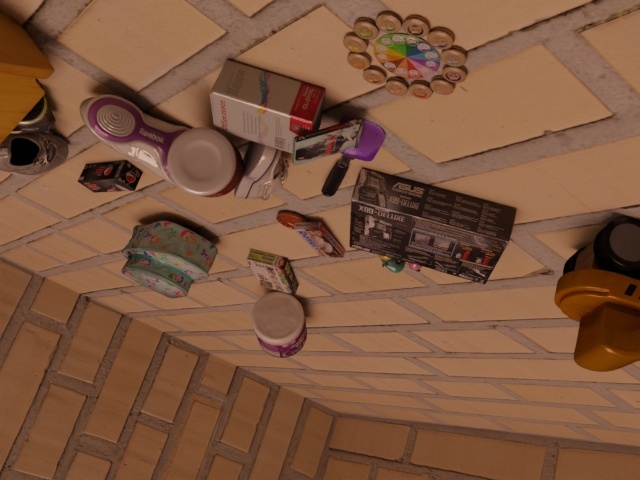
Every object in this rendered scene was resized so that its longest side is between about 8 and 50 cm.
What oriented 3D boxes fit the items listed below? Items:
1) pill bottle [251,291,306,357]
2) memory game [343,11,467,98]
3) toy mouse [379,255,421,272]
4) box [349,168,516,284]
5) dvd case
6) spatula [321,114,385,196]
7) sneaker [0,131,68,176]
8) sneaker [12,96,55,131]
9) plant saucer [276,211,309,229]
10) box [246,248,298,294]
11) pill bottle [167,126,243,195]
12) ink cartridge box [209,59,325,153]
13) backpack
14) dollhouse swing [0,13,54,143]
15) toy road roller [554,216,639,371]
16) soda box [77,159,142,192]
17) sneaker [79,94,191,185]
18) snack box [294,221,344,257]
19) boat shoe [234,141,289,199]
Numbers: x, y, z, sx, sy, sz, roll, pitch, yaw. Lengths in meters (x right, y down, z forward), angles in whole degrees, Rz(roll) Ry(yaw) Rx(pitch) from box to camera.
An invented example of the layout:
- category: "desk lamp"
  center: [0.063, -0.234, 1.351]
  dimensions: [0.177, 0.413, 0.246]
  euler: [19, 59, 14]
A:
- category: "pill bottle"
  center: [-0.128, 0.290, 2.419]
  dimensions: [0.169, 0.169, 0.301]
  euler: [16, 160, 8]
- category: "memory game"
  center: [0.121, -0.260, 1.062]
  dimensions: [0.186, 0.012, 0.186]
  euler: [16, 159, 6]
- category: "toy mouse"
  center: [0.194, 0.055, 1.755]
  dimensions: [0.161, 0.031, 0.143]
  euler: [4, 155, 34]
- category: "box"
  center: [0.212, -0.022, 1.487]
  dimensions: [0.308, 0.076, 0.242]
  euler: [15, 159, 8]
- category: "dvd case"
  center: [0.011, -0.165, 1.241]
  dimensions: [0.120, 0.013, 0.087]
  euler: [-19, 162, -11]
- category: "spatula"
  center: [0.046, -0.145, 1.386]
  dimensions: [0.084, 0.030, 0.296]
  euler: [18, 159, -6]
- category: "sneaker"
  center: [-0.638, -0.186, 1.625]
  dimensions: [0.115, 0.105, 0.281]
  euler: [6, -168, 18]
- category: "sneaker"
  center: [-0.704, -0.285, 1.571]
  dimensions: [0.300, 0.111, 0.121]
  euler: [17, 163, 10]
- category: "plant saucer"
  center: [-0.063, -0.047, 1.746]
  dimensions: [0.084, 0.013, 0.083]
  euler: [17, 160, 6]
- category: "box"
  center: [-0.135, 0.093, 2.120]
  dimensions: [0.114, 0.036, 0.207]
  euler: [14, 159, 13]
- category: "pill bottle"
  center: [-0.207, -0.141, 1.385]
  dimensions: [0.121, 0.121, 0.216]
  euler: [19, -178, -1]
- category: "ink cartridge box"
  center: [-0.089, -0.221, 1.251]
  dimensions: [0.175, 0.072, 0.127]
  euler: [18, 159, 2]
- category: "backpack"
  center: [-0.418, 0.048, 2.060]
  dimensions: [0.225, 0.191, 0.254]
  euler: [32, 150, -30]
- category: "dollhouse swing"
  center: [-0.736, -0.347, 1.335]
  dimensions: [0.347, 0.304, 0.315]
  euler: [-34, 164, 33]
- category: "toy road roller"
  center: [0.585, 0.129, 1.319]
  dimensions: [0.330, 0.240, 0.202]
  euler: [18, 159, 3]
- category: "soda box"
  center: [-0.513, -0.154, 1.802]
  dimensions: [0.169, 0.053, 0.060]
  euler: [1, 153, 39]
- category: "sneaker"
  center: [-0.347, -0.207, 1.503]
  dimensions: [0.305, 0.114, 0.152]
  euler: [33, 174, -34]
- category: "snack box"
  center: [0.000, 0.000, 1.772]
  dimensions: [0.064, 0.022, 0.178]
  euler: [1, 158, 23]
- category: "boat shoe"
  center: [-0.105, -0.137, 1.450]
  dimensions: [0.088, 0.096, 0.267]
  euler: [12, 158, -14]
